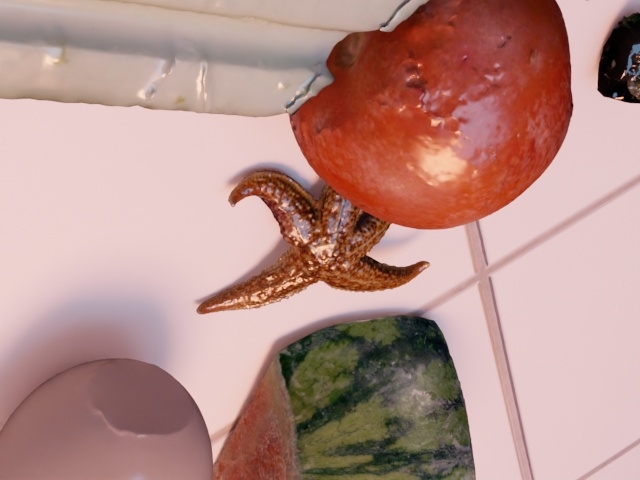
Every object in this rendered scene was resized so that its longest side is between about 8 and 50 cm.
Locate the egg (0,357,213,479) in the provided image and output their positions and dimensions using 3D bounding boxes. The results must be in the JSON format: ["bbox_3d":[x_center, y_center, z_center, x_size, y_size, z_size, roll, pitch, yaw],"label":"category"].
[{"bbox_3d":[-0.185,0.203,0.953,0.176,0.176,0.232,11,127,-41],"label":"egg"}]

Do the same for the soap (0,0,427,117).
[{"bbox_3d":[-0.127,-0.214,0.642,0.446,0.156,0.261,0,125,-35],"label":"soap"}]

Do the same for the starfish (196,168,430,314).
[{"bbox_3d":[0.004,0.004,1.003,0.238,0.057,0.213,-42,131,2],"label":"starfish"}]

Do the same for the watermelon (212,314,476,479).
[{"bbox_3d":[0.024,0.205,1.156,0.213,0.201,0.261,5,81,-38],"label":"watermelon"}]

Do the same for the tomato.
[{"bbox_3d":[0.084,-0.111,0.845,0.184,0.208,0.208,18,114,-39],"label":"tomato"}]

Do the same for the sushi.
[{"bbox_3d":[0.296,-0.169,1.062,0.083,0.056,0.084,-2,128,-25],"label":"sushi"}]
